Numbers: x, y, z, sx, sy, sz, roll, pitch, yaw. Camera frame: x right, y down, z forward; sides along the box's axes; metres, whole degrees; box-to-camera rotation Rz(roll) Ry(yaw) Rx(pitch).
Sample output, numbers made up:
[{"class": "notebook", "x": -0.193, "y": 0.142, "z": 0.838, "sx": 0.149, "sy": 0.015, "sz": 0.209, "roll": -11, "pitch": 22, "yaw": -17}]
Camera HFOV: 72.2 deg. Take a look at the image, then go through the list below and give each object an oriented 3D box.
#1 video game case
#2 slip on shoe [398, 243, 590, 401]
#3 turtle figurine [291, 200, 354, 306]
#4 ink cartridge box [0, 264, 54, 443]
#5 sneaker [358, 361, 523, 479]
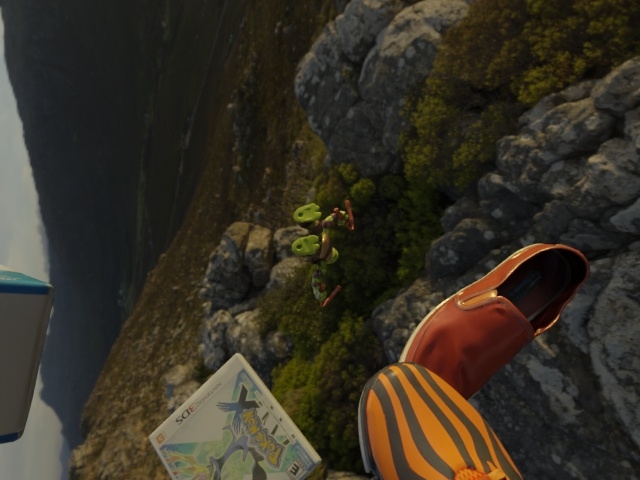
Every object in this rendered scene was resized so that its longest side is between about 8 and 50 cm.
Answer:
[{"class": "video game case", "x": -0.210, "y": 0.489, "z": 1.031, "sx": 0.300, "sy": 0.036, "sz": 0.329, "roll": -44, "pitch": 64, "yaw": -5}, {"class": "slip on shoe", "x": 0.235, "y": 0.114, "z": 0.602, "sx": 0.123, "sy": 0.331, "sz": 0.101, "roll": 51, "pitch": 169, "yaw": 8}, {"class": "turtle figurine", "x": 0.000, "y": 0.000, "z": 0.979, "sx": 0.087, "sy": 0.217, "sz": 0.269, "roll": 10, "pitch": 74, "yaw": 21}, {"class": "ink cartridge box", "x": -0.514, "y": 0.082, "z": 0.454, "sx": 0.395, "sy": 0.286, "sz": 0.166, "roll": 7, "pitch": 86, "yaw": 40}, {"class": "sneaker", "x": 0.141, "y": 0.212, "z": 0.280, "sx": 0.321, "sy": 0.125, "sz": 0.180, "roll": 59, "pitch": 160, "yaw": 22}]
